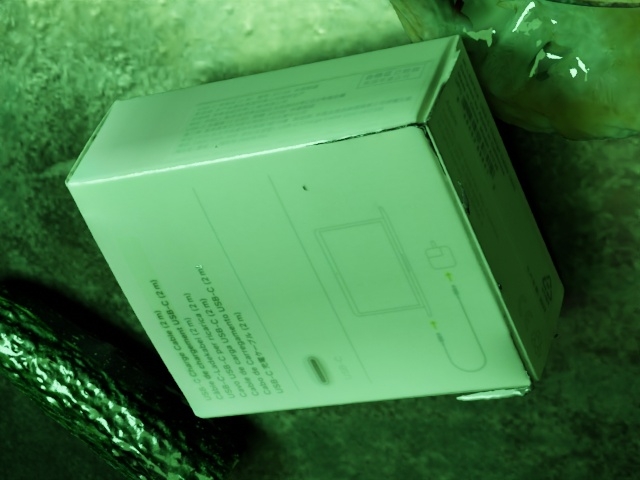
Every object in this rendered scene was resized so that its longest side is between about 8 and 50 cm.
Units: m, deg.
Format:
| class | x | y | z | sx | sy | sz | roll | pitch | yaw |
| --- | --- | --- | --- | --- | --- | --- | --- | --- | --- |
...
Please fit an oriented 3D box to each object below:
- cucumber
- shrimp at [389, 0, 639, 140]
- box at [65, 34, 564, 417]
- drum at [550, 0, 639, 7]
| class | x | y | z | sx | sy | sz | roll | pitch | yaw |
| --- | --- | --- | --- | --- | --- | --- | --- | --- | --- |
| cucumber | -0.162 | 0.103 | 1.342 | 0.241 | 0.074 | 0.074 | 36 | 122 | 8 |
| shrimp | 0.085 | -0.152 | 1.119 | 0.317 | 0.077 | 0.168 | 18 | 120 | 14 |
| box | 0.000 | 0.000 | 1.175 | 0.251 | 0.106 | 0.203 | -9 | 126 | 27 |
| drum | 0.159 | -0.327 | 0.890 | 0.431 | 0.214 | 0.431 | 4 | 104 | 17 |
